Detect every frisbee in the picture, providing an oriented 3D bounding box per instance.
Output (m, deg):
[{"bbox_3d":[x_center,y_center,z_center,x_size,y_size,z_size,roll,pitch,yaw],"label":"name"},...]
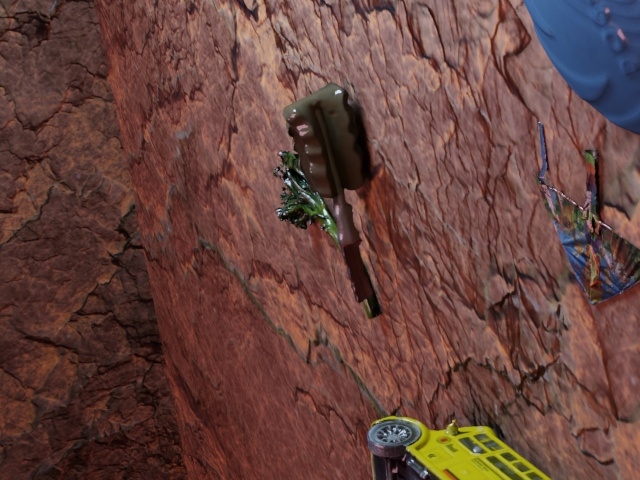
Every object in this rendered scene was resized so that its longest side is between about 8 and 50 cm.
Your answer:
[{"bbox_3d":[0.202,-0.207,0.852,0.289,0.049,0.290,56,157,38],"label":"frisbee"}]

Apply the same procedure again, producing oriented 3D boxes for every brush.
[{"bbox_3d":[0.024,-0.050,1.497,0.071,0.084,0.301,41,151,55],"label":"brush"}]

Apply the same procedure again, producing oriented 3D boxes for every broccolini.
[{"bbox_3d":[0.004,0.006,1.655,0.272,0.062,0.123,60,169,22],"label":"broccolini"}]

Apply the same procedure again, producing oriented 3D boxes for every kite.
[{"bbox_3d":[0.232,-0.008,1.032,0.183,0.010,0.160,46,149,52],"label":"kite"}]

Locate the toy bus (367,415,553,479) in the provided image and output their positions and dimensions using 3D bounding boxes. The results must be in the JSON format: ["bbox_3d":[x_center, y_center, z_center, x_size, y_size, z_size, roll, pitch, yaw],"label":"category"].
[{"bbox_3d":[0.175,0.301,1.293,0.330,0.152,0.144,34,135,58],"label":"toy bus"}]
